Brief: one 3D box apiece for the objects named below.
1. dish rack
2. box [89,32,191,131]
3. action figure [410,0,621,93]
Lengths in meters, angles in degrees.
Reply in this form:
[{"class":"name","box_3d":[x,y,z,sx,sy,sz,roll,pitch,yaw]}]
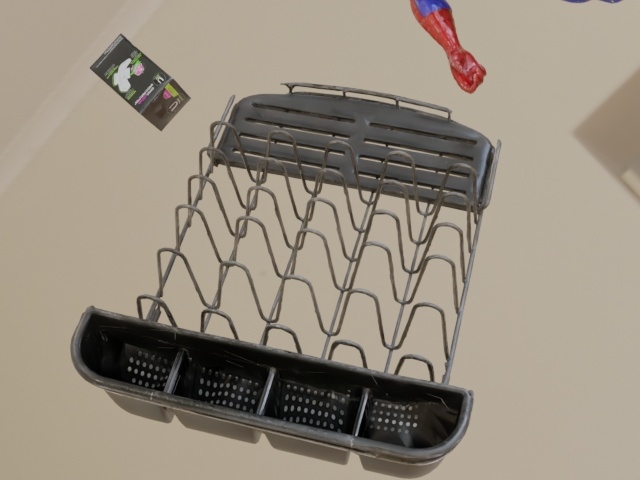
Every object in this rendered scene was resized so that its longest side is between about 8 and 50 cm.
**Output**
[{"class":"dish rack","box_3d":[0.000,0.000,0.580,0.074,0.208,0.272,89,-165,-55]},{"class":"box","box_3d":[-0.191,-0.167,1.042,0.052,0.083,0.062,-48,-18,0]},{"class":"action figure","box_3d":[0.112,-0.130,0.509,0.091,0.280,0.139,98,-178,-58]}]
